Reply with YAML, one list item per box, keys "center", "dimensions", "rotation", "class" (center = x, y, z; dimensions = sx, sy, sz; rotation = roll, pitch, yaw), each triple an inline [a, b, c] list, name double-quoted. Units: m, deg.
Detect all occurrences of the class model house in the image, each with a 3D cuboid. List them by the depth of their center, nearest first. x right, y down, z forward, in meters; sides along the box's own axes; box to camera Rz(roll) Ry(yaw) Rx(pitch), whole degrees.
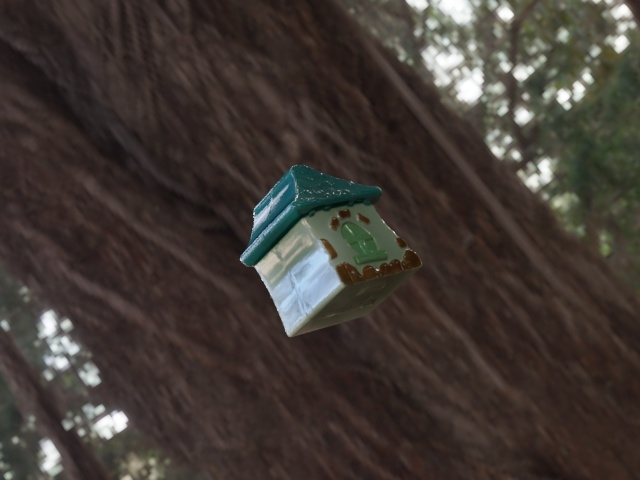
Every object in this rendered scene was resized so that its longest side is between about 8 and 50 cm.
- center: [0.000, 0.000, 1.313]
  dimensions: [0.127, 0.149, 0.100]
  rotation: [-13, -26, -47]
  class: "model house"
